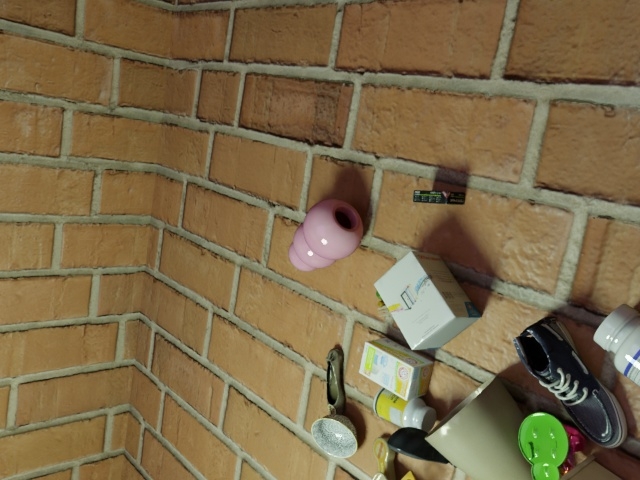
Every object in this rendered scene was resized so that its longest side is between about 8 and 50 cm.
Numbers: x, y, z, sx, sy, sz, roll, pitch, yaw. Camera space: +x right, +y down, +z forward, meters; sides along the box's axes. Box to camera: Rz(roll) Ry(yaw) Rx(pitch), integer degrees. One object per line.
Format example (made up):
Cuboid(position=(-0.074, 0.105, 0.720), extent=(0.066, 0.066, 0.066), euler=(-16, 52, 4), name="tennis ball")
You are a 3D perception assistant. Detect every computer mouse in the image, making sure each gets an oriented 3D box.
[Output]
Cuboid(position=(0.296, 0.579, 1.681), extent=(0.188, 0.272, 0.072), euler=(11, 79, 47), name="computer mouse")

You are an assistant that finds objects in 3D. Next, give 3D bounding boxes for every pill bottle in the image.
Cuboid(position=(0.261, 0.523, 1.815), extent=(0.184, 0.103, 0.103), euler=(11, 98, 45), name="pill bottle")
Cuboid(position=(0.744, 0.263, 1.274), extent=(0.272, 0.152, 0.152), euler=(44, 120, 37), name="pill bottle")

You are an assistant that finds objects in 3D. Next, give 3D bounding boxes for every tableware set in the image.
Cuboid(position=(0.240, 0.189, 1.894), extent=(0.154, 0.024, 0.104), euler=(-20, 73, 46), name="tableware set")

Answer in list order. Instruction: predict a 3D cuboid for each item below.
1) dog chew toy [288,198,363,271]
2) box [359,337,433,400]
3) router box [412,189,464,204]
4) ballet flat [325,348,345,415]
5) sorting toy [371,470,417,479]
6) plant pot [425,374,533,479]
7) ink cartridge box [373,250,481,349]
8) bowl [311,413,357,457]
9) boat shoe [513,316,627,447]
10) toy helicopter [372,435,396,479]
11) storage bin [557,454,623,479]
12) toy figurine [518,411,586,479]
Cuboid(position=(0.000, 0.000, 2.022), extent=(0.332, 0.206, 0.207), euler=(-41, 62, 47), name="dog chew toy")
Cuboid(position=(0.236, 0.398, 1.840), extent=(0.203, 0.103, 0.114), euler=(23, 107, 44), name="box")
Cuboid(position=(0.347, -0.127, 1.726), extent=(0.122, 0.092, 0.038), euler=(8, 96, 45), name="router box")
Cuboid(position=(0.044, 0.506, 2.074), extent=(0.084, 0.058, 0.250), euler=(4, 93, 47), name="ballet flat")
Cuboid(position=(0.172, 0.828, 1.771), extent=(0.348, 0.047, 0.196), euler=(-60, 32, 9), name="sorting toy")
Cuboid(position=(0.461, 0.540, 1.533), extent=(0.274, 0.256, 0.256), euler=(48, 124, 18), name="plant pot")
Cuboid(position=(0.306, 0.172, 1.702), extent=(0.168, 0.171, 0.233), euler=(-45, 58, 27), name="ink cartridge box")
Cuboid(position=(0.061, 0.655, 2.025), extent=(0.170, 0.080, 0.170), euler=(12, 120, 21), name="bowl")
Cuboid(position=(0.593, 0.351, 1.427), extent=(0.127, 0.158, 0.340), euler=(-48, 58, 35), name="boat shoe")
Cuboid(position=(0.211, 0.815, 1.883), extent=(0.235, 0.140, 0.355), euler=(-32, 57, 51), name="toy helicopter")
Cuboid(position=(0.587, 0.675, 1.365), extent=(0.123, 0.262, 0.260), euler=(30, 112, 39), name="storage bin")
Cuboid(position=(0.585, 0.512, 1.432), extent=(0.130, 0.159, 0.173), euler=(-21, 61, 47), name="toy figurine")
